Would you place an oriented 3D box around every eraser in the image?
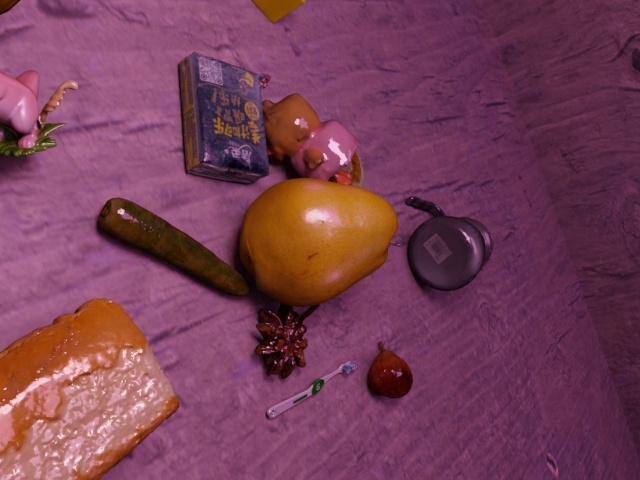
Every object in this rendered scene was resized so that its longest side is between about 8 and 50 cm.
[{"bbox_3d":[-0.107,-0.630,1.465,0.097,0.122,0.045,39,53,-32],"label":"eraser"}]

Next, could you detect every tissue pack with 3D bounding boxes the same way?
[{"bbox_3d":[-0.211,-0.266,1.259,0.185,0.081,0.257,6,73,-45],"label":"tissue pack"}]

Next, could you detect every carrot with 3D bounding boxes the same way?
[{"bbox_3d":[-0.265,0.025,1.114,0.358,0.074,0.074,35,53,-37],"label":"carrot"}]

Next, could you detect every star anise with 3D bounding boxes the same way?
[{"bbox_3d":[-0.074,0.193,1.272,0.177,0.073,0.234,50,38,-37],"label":"star anise"}]

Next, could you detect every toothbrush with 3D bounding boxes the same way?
[{"bbox_3d":[-0.016,0.341,1.321,0.304,0.030,0.030,-17,90,-47],"label":"toothbrush"}]

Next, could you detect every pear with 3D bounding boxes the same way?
[{"bbox_3d":[-0.005,-0.001,1.221,0.285,0.336,0.285,-10,90,-73],"label":"pear"}]

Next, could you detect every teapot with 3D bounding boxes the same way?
[{"bbox_3d":[0.393,0.010,1.796,0.285,0.305,0.223,-12,123,-56],"label":"teapot"}]

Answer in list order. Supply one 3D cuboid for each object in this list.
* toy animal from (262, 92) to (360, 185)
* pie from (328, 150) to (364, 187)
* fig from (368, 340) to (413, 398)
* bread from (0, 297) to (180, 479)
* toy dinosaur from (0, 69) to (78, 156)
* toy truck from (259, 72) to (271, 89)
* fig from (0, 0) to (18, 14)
[{"bbox_3d":[-0.032,-0.232,1.352,0.281,0.169,0.195,33,14,-2],"label":"toy animal"},{"bbox_3d":[0.032,-0.202,1.532,0.240,0.054,0.241,19,63,-41],"label":"pie"},{"bbox_3d":[0.164,0.339,1.484,0.119,0.153,0.119,-23,132,-28],"label":"fig"},{"bbox_3d":[-0.410,0.260,0.801,0.375,0.165,0.237,-39,104,-46],"label":"bread"},{"bbox_3d":[-0.491,-0.224,0.858,0.194,0.152,0.177,-40,137,-57],"label":"toy dinosaur"},{"bbox_3d":[-0.151,-0.388,1.410,0.032,0.024,0.083,37,46,-5],"label":"toy truck"},{"bbox_3d":[-0.569,-0.451,0.762,0.343,0.343,0.343,18,64,-43],"label":"fig"}]
